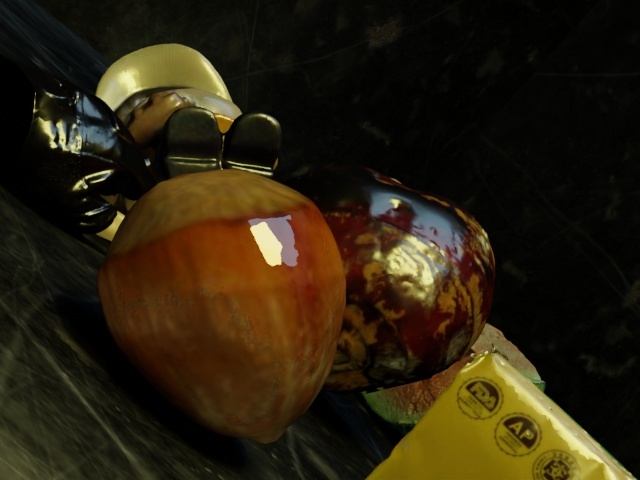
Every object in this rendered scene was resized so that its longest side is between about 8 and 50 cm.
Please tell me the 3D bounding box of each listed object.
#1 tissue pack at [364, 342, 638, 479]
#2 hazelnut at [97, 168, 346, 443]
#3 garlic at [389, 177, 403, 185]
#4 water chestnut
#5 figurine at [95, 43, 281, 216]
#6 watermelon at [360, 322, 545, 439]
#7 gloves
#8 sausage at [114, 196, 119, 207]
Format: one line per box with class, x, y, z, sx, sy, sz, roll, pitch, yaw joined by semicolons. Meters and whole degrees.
tissue pack;0.157;0.234;0.993;0.271;0.192;0.134;43;2;27
hazelnut;-0.065;0.047;1.072;0.214;0.176;0.214;-20;90;-79
garlic;0.000;0.000;1.811;0.246;0.231;0.340;30;-1;28
water chestnut;0.040;0.038;1.547;0.289;0.289;0.244;27;56;-77
figurine;-0.142;-0.078;1.542;0.185;0.204;0.332;6;18;-16
watermelon;0.148;0.159;1.780;0.148;0.226;0.318;7;-11;-17
gloves;-0.226;-0.074;1.359;0.203;0.124;0.164;23;35;-55
sausage;-0.260;-0.077;1.564;0.147;0.035;0.030;46;-14;33
